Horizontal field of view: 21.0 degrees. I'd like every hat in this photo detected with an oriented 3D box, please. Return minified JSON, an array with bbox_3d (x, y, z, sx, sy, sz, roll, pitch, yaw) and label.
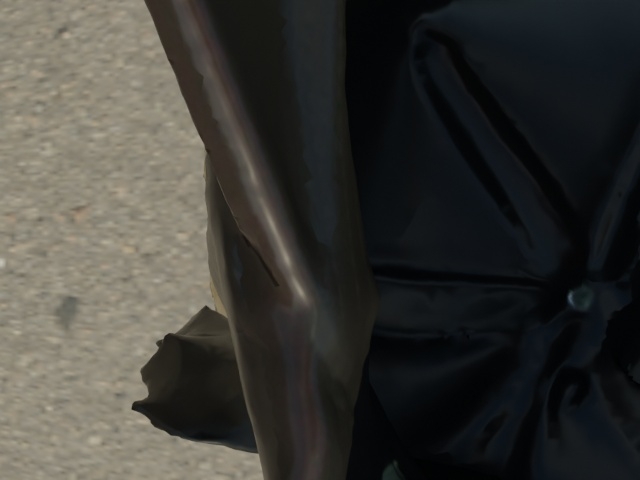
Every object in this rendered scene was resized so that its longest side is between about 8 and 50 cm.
[{"bbox_3d":[0.048,-0.042,0.434,0.238,0.209,0.336,-29,98,-13],"label":"hat"}]

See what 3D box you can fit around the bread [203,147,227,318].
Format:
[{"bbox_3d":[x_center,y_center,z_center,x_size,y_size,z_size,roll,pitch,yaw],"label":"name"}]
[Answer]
[{"bbox_3d":[0.000,0.000,0.972,0.107,0.241,0.136,-1,94,-12],"label":"bread"}]
